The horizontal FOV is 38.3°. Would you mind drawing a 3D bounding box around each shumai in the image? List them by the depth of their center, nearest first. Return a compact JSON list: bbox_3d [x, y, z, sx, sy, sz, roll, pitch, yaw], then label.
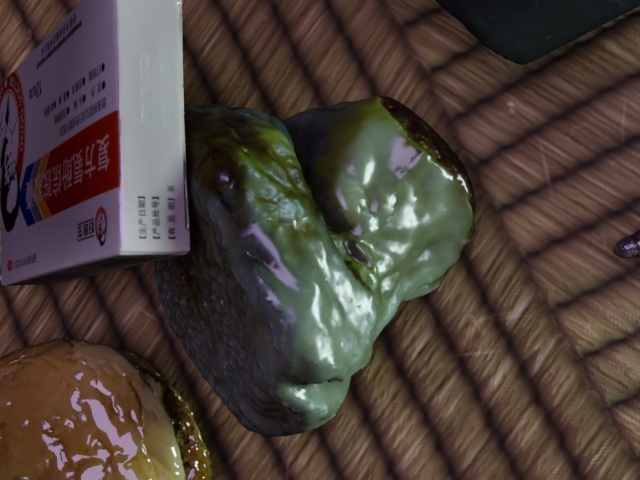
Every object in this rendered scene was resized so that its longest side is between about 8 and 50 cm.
[{"bbox_3d":[0.000,0.000,0.826,0.263,0.304,0.309,-20,70,-21],"label":"shumai"}]

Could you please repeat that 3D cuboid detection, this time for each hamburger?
[{"bbox_3d":[-0.247,0.225,0.877,0.283,0.144,0.260,-28,76,6],"label":"hamburger"}]

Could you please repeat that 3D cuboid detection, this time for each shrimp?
[{"bbox_3d":[0.302,-0.003,0.799,0.092,0.029,0.038,-33,77,7],"label":"shrimp"}]

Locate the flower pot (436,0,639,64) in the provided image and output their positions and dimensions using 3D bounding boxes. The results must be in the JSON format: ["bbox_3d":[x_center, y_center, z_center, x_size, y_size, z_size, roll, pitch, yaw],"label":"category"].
[{"bbox_3d":[0.181,-0.305,0.732,0.251,0.379,0.379,-40,76,27],"label":"flower pot"}]

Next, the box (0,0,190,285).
[{"bbox_3d":[-0.216,-0.077,0.821,0.353,0.069,0.214,-12,79,59],"label":"box"}]
